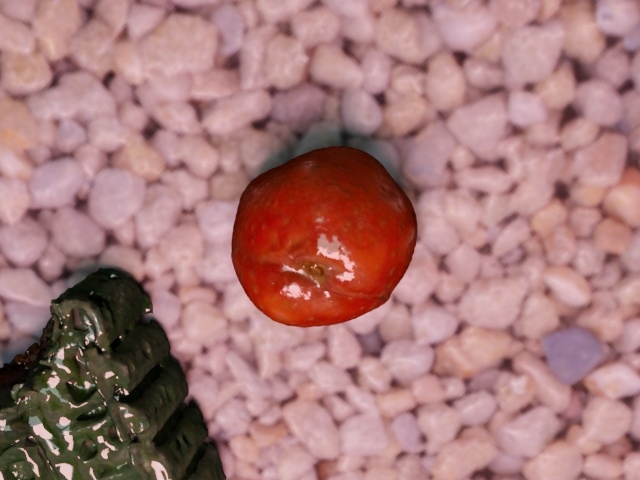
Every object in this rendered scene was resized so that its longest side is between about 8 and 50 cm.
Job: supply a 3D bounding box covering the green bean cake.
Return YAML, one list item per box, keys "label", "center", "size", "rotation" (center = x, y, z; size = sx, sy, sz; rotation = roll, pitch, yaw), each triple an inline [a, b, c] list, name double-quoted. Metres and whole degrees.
- label: "green bean cake"
  center: [-0.193, 0.144, 0.702]
  size: [0.208, 0.107, 0.193]
  rotation: [-22, 104, 11]

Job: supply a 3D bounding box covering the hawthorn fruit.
- label: "hawthorn fruit"
  center: [0.000, 0.000, 0.642]
  size: [0.128, 0.128, 0.128]
  rotation: [1, 106, 4]
